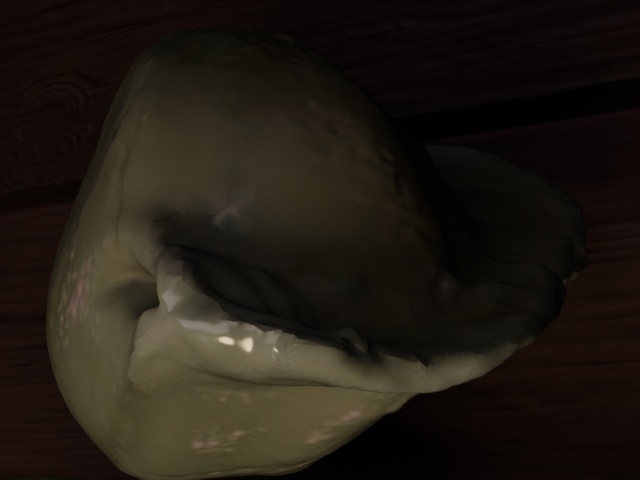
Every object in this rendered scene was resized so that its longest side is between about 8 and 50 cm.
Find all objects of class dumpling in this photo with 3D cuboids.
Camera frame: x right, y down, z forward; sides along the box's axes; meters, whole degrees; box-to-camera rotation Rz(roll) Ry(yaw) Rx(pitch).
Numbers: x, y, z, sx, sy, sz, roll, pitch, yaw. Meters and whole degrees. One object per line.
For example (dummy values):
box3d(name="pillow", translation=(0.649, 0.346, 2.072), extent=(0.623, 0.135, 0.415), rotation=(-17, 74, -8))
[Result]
box3d(name="dumpling", translation=(-0.025, -0.006, 0.703), extent=(0.270, 0.212, 0.321), rotation=(-26, 43, 14))

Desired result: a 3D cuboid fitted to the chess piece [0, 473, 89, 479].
box3d(name="chess piece", translation=(0.015, 0.222, 0.619), extent=(0.442, 0.234, 0.234), rotation=(-3, 69, 33))
